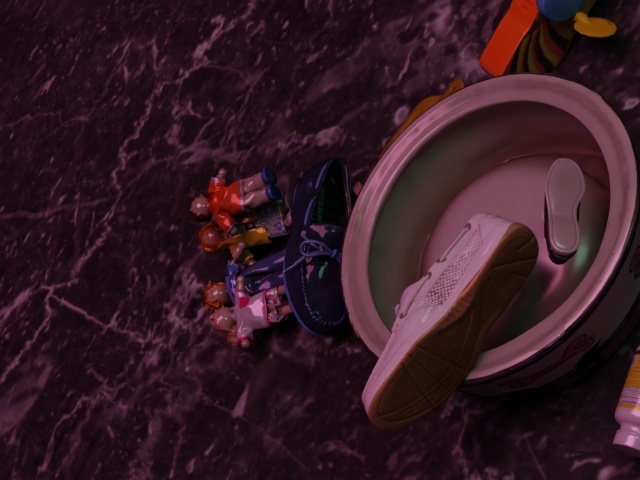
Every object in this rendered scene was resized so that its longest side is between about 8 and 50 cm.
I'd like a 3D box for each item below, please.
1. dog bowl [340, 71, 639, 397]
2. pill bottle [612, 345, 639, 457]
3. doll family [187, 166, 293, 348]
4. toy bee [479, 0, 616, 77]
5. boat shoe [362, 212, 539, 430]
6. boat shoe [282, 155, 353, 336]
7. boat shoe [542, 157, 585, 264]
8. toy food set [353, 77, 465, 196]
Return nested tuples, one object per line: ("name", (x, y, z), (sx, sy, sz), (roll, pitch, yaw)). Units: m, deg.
("dog bowl", (0.228, 0.008, 1.858), (0.408, 0.150, 0.408), (-20, 53, 30))
("pill bottle", (0.363, 0.179, 1.699), (0.065, 0.065, 0.116), (9, 72, 43))
("doll family", (-0.101, 0.031, 2.175), (0.163, 0.118, 0.263), (-19, 72, 24))
("toy bee", (0.332, -0.329, 1.997), (0.298, 0.162, 0.195), (-53, 46, 39))
("boat shoe", (0.130, 0.087, 1.723), (0.277, 0.098, 0.096), (-51, 43, -9))
("boat shoe", (0.000, 0.000, 2.071), (0.089, 0.109, 0.258), (-46, 44, 51))
("boat shoe", (0.269, -0.032, 1.712), (0.046, 0.038, 0.125), (5, 61, -5))
("toy food set", (0.142, -0.114, 2.074), (0.218, 0.071, 0.128), (-51, 20, 1))
